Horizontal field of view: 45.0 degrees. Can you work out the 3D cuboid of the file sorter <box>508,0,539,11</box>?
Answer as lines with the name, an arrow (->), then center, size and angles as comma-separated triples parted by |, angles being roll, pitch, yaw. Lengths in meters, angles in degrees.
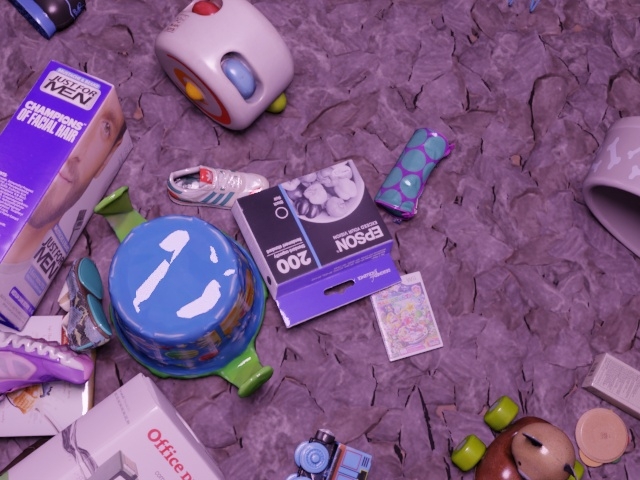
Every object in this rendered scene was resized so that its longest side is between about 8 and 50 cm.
file sorter -> 0.304, -0.470, 1.296 | 0.170, 0.118, 0.105 | 17, 80, 1

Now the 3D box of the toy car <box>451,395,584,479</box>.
toy car -> 0.293, 0.308, 1.064 | 0.155, 0.188, 0.149 | 42, 77, 7

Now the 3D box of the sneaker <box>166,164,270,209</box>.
sneaker -> -0.159, -0.084, 1.190 | 0.161, 0.075, 0.057 | 1, 76, -3

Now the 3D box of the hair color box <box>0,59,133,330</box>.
hair color box -> -0.401, -0.060, 1.091 | 0.110, 0.185, 0.339 | 22, 69, 4

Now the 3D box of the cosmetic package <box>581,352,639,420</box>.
cosmetic package -> 0.464, 0.225, 1.171 | 0.115, 0.041, 0.060 | 31, 76, 4

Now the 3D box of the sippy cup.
sippy cup -> -0.192, 0.069, 1.075 | 0.305, 0.224, 0.240 | 16, 76, 0

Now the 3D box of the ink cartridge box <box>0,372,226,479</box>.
ink cartridge box -> -0.281, 0.342, 1.017 | 0.273, 0.115, 0.198 | -37, 115, -11

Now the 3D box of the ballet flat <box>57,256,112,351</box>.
ballet flat -> -0.345, 0.091, 1.103 | 0.070, 0.070, 0.188 | -21, 34, -8

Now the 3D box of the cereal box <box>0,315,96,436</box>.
cereal box -> -0.449, 0.196, 1.117 | 0.240, 0.047, 0.173 | -2, 75, -4

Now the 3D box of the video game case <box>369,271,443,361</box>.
video game case -> 0.130, 0.117, 1.192 | 0.087, 0.011, 0.122 | -15, 77, -7

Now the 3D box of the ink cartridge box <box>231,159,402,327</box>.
ink cartridge box -> 0.000, 0.000, 1.172 | 0.206, 0.045, 0.208 | -21, 75, -21

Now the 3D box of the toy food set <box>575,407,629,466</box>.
toy food set -> 0.423, 0.294, 1.162 | 0.082, 0.020, 0.083 | -12, 77, -7

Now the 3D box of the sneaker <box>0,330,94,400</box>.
sneaker -> -0.430, 0.177, 1.056 | 0.236, 0.095, 0.105 | 10, 80, 4

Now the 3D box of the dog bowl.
dog bowl -> 0.527, -0.026, 1.095 | 0.348, 0.349, 0.102 | 40, 89, 6

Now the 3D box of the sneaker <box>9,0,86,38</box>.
sneaker -> -0.484, -0.437, 1.260 | 0.090, 0.081, 0.232 | -42, 89, -15

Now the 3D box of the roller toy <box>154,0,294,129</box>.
roller toy -> -0.152, -0.271, 1.178 | 0.209, 0.191, 0.146 | 41, 78, 6

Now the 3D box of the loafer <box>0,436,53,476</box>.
loafer -> -0.445, 0.362, 1.060 | 0.080, 0.078, 0.220 | 37, 77, 6

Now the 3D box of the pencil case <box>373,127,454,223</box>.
pencil case -> 0.147, -0.104, 1.221 | 0.070, 0.064, 0.152 | 26, 76, 16

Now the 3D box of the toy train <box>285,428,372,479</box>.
toy train -> -0.001, 0.363, 1.091 | 0.105, 0.080, 0.184 | 22, 76, -4
